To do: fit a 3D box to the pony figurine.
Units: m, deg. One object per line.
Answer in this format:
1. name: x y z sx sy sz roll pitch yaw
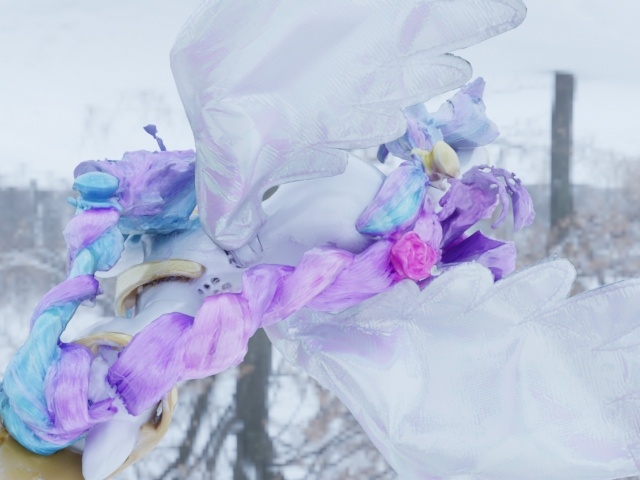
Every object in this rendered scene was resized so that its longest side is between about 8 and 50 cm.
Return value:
1. pony figurine: 0.000 0.000 0.675 0.351 0.303 0.363 -25 -167 19
